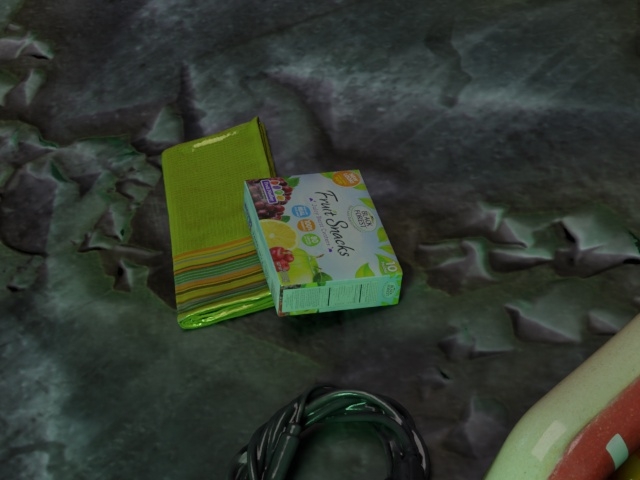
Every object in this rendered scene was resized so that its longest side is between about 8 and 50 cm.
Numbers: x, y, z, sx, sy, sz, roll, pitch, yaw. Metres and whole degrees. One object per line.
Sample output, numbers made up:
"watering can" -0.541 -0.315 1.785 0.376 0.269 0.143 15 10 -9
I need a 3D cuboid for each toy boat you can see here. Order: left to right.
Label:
"toy boat" 0.206 0.154 1.087 0.231 0.151 0.151 -38 74 -21

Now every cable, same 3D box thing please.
"cable" 0.002 0.178 1.192 0.150 0.047 0.184 -15 43 12

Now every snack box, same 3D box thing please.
"snack box" 0.000 0.000 1.365 0.100 0.037 0.141 -5 39 -14

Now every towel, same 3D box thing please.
"towel" -0.083 -0.020 1.449 0.102 0.021 0.237 -16 41 3
